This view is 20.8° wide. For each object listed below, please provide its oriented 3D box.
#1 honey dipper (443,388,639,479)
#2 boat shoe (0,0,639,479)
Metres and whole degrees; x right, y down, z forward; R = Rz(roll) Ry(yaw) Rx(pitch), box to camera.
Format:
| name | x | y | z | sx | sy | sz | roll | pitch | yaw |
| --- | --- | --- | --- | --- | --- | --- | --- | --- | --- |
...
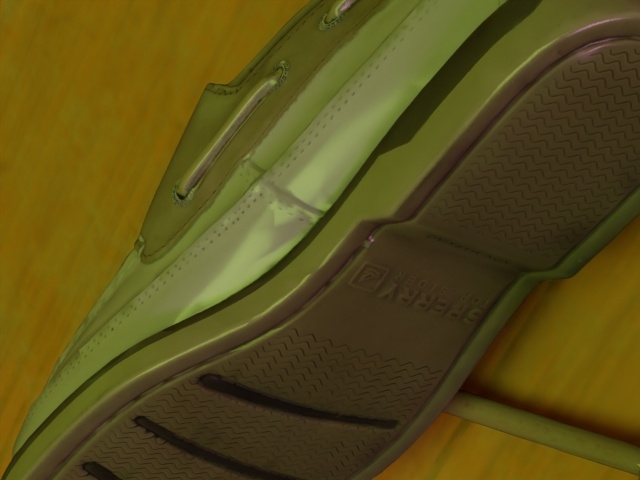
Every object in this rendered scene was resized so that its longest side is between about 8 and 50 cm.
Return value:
| name | x | y | z | sx | sy | sz | roll | pitch | yaw |
| --- | --- | --- | --- | --- | --- | --- | --- | --- | --- |
| honey dipper | 0.075 | 0.065 | 0.586 | 0.161 | 0.030 | 0.030 | 13 | 108 | 37 |
| boat shoe | 0.000 | 0.000 | 0.582 | 0.302 | 0.113 | 0.103 | -40 | 44 | 25 |
